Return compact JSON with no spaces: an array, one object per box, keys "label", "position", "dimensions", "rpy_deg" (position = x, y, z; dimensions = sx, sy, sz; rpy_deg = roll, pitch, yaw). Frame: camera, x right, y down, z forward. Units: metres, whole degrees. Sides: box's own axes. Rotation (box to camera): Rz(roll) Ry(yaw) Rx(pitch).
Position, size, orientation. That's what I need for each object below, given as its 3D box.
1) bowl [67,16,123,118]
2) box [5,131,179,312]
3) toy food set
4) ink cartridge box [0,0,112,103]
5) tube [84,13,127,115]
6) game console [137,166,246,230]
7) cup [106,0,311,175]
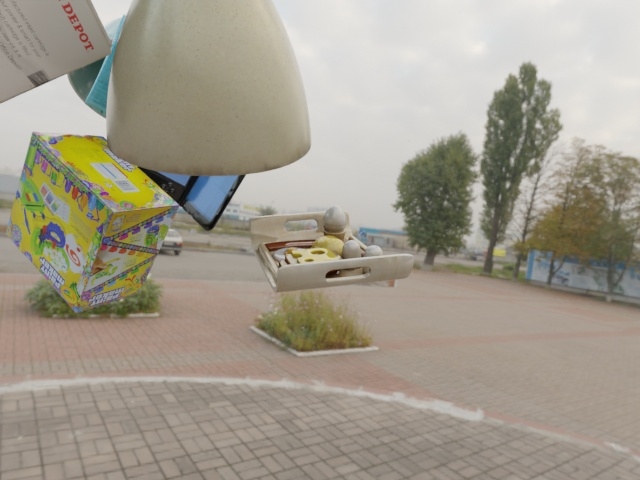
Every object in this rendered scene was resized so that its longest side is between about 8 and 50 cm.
[{"label":"bowl","position":[-0.461,-0.440,1.114],"dimensions":[0.312,0.163,0.311],"rpy_deg":[0,-26,0]},{"label":"box","position":[-0.528,-0.048,0.990],"dimensions":[0.290,0.279,0.177],"rpy_deg":[40,24,16]},{"label":"toy food set","position":[0.000,0.000,0.788],"dimensions":[0.220,0.092,0.306],"rpy_deg":[-5,17,-16]},{"label":"ink cartridge box","position":[-0.476,-0.312,0.593],"dimensions":[0.117,0.283,0.207],"rpy_deg":[47,-19,23]},{"label":"tube","position":[-0.407,-0.345,0.873],"dimensions":[0.080,0.207,0.052],"rpy_deg":[33,20,-2]},{"label":"game console","position":[-0.370,-0.221,1.262],"dimensions":[0.250,0.293,0.173],"rpy_deg":[28,10,-29]},{"label":"cup","position":[-0.171,-0.272,0.676],"dimensions":[0.331,0.236,0.331],"rpy_deg":[4,31,-3]}]
